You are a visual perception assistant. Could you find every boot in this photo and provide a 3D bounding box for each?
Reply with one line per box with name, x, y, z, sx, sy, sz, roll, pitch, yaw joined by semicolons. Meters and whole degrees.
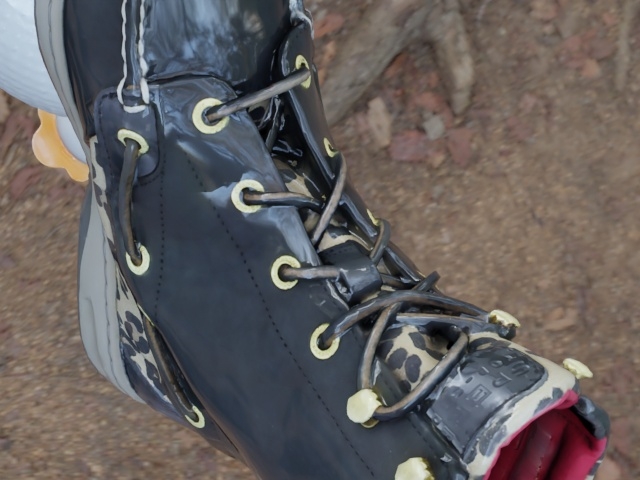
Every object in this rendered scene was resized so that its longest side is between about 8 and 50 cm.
boot;0.000;0.000;0.624;0.138;0.377;0.284;-24;48;-34

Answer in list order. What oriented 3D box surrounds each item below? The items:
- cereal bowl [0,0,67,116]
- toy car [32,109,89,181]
cereal bowl;-0.155;-0.262;1.180;0.339;0.141;0.339;-12;109;-41
toy car;-0.205;-0.131;1.554;0.238;0.219;0.210;-27;103;-5
